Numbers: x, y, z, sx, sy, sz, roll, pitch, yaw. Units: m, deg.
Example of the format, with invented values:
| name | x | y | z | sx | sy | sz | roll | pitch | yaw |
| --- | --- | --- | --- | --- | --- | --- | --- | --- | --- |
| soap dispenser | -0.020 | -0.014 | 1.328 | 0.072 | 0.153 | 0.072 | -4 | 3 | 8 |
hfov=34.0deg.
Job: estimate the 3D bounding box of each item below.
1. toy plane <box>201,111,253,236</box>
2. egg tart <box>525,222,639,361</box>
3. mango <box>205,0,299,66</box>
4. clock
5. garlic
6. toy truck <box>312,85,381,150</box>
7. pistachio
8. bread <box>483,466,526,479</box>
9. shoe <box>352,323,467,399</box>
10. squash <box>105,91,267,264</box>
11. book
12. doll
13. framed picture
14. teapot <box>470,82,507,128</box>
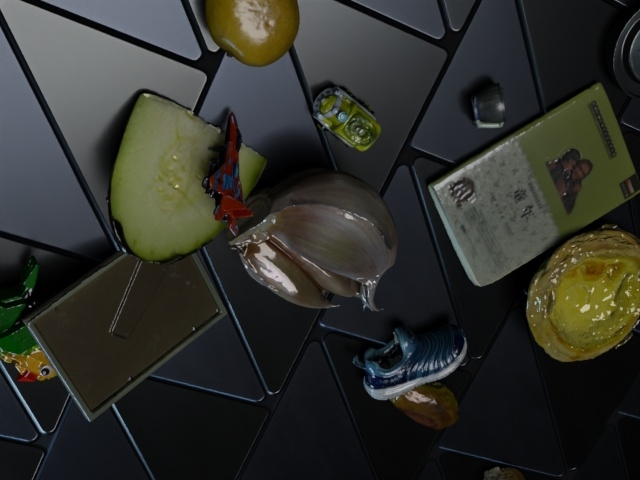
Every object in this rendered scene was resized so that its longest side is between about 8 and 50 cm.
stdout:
| name | x | y | z | sx | sy | sz | roll | pitch | yaw |
| --- | --- | --- | --- | --- | --- | --- | --- | --- | --- |
| toy plane | -0.143 | -0.107 | 1.581 | 0.061 | 0.189 | 0.130 | -15 | 156 | 17 |
| egg tart | 0.490 | 0.094 | 1.932 | 0.279 | 0.095 | 0.279 | -10 | 116 | -20 |
| mango | -0.099 | -0.349 | 1.516 | 0.137 | 0.098 | 0.195 | -4 | 108 | -14 |
| clock | 0.570 | -0.328 | 1.779 | 0.184 | 0.040 | 0.184 | -8 | 118 | -15 |
| garlic | 0.000 | 0.000 | 1.657 | 0.292 | 0.210 | 0.237 | 23 | 100 | -17 |
| toy truck | 0.041 | -0.190 | 1.648 | 0.111 | 0.077 | 0.076 | 35 | 100 | -29 |
| pistachio | 0.202 | 0.304 | 1.958 | 0.173 | 0.049 | 0.089 | 33 | 100 | -29 |
| bread | 0.388 | 0.515 | 2.091 | 0.082 | 0.106 | 0.125 | -32 | 123 | -1 |
| shoe | 0.163 | 0.202 | 1.870 | 0.207 | 0.091 | 0.106 | -24 | 125 | -3 |
| squash | -0.209 | -0.074 | 1.581 | 0.237 | 0.155 | 0.204 | 28 | 105 | -27 |
| book | 0.377 | -0.092 | 1.834 | 0.352 | 0.035 | 0.239 | -31 | 118 | -2 |
| doll | -0.454 | 0.134 | 1.623 | 0.134 | 0.106 | 0.186 | -32 | 121 | -11 |
| framed picture | -0.299 | 0.120 | 1.658 | 0.289 | 0.020 | 0.211 | -38 | 123 | -23 |
| teapot | 0.277 | -0.216 | 1.730 | 0.057 | 0.066 | 0.088 | -10 | 143 | 8 |
